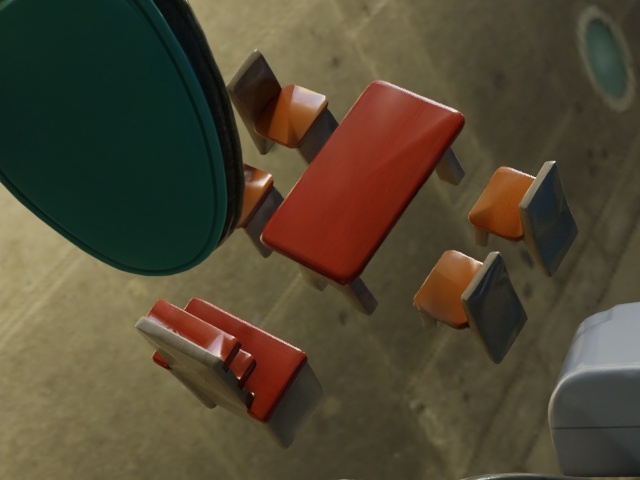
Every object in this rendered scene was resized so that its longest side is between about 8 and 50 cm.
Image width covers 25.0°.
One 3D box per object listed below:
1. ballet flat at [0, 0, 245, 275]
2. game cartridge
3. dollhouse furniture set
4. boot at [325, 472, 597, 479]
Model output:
[{"bbox_3d":[-0.134,-0.128,0.568,0.342,0.116,0.124,48,25,-39],"label":"ballet flat"},{"bbox_3d":[0.253,0.051,0.644,0.196,0.294,0.060,-39,120,-74],"label":"game cartridge"},{"bbox_3d":[0.000,0.000,0.981,0.259,0.262,0.135,-55,149,-17],"label":"dollhouse furniture set"},{"bbox_3d":[0.131,0.195,0.725,0.377,0.284,0.138,14,75,-26],"label":"boot"}]
